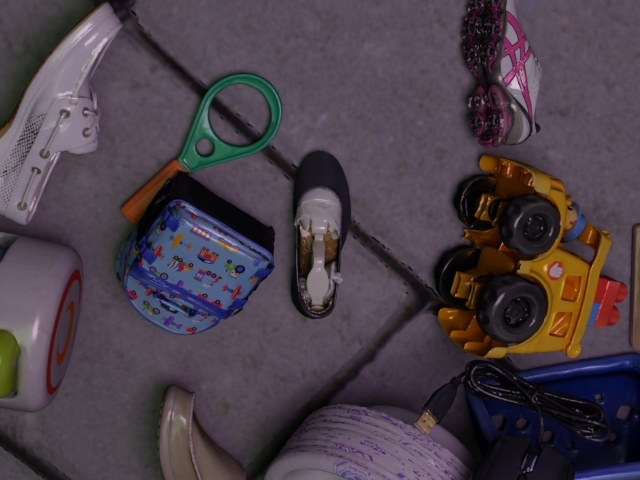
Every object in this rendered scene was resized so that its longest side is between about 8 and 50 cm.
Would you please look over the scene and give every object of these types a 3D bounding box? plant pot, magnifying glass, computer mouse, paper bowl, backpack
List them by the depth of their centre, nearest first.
[{"bbox_3d":[0.168,0.231,0.882,0.184,0.262,0.060,23,149,23],"label":"computer mouse"},{"bbox_3d":[-0.154,0.034,1.004,0.158,0.117,0.173,34,110,-20],"label":"backpack"},{"bbox_3d":[-0.141,-0.103,1.023,0.231,0.026,0.092,-41,103,7],"label":"magnifying glass"},{"bbox_3d":[0.085,0.310,1.035,0.284,0.148,0.284,24,138,24],"label":"paper bowl"},{"bbox_3d":[0.316,0.292,1.039,0.235,0.236,0.212,-9,111,0],"label":"plant pot"}]

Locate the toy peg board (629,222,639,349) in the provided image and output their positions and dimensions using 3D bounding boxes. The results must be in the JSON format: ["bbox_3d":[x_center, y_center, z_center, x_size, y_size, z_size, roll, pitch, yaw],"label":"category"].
[{"bbox_3d":[0.467,0.061,1.055,0.160,0.079,0.161,-4,106,0],"label":"toy peg board"}]

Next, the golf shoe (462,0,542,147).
[{"bbox_3d":[0.210,-0.201,0.991,0.085,0.067,0.186,-12,105,-28],"label":"golf shoe"}]

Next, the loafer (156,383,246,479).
[{"bbox_3d":[-0.140,0.294,1.095,0.092,0.102,0.269,-9,115,-1],"label":"loafer"}]

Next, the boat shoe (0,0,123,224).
[{"bbox_3d":[-0.286,-0.135,0.974,0.096,0.098,0.277,36,110,-11],"label":"boat shoe"}]

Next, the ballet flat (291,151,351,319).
[{"bbox_3d":[0.000,0.000,1.029,0.074,0.074,0.203,4,105,-3],"label":"ballet flat"}]

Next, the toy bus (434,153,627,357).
[{"bbox_3d":[0.262,0.026,1.016,0.211,0.149,0.220,8,103,-17],"label":"toy bus"}]

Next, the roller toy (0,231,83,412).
[{"bbox_3d":[-0.358,0.088,0.982,0.146,0.209,0.191,11,70,-5],"label":"roller toy"}]
